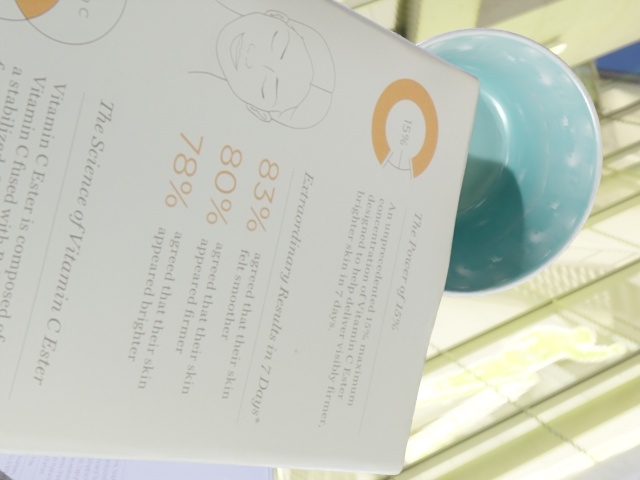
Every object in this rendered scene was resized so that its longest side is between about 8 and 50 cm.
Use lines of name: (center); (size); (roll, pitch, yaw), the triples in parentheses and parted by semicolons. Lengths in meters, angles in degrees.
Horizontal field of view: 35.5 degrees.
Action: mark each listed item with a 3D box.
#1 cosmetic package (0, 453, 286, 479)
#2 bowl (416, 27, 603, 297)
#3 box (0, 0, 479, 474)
cosmetic package: (-0.229, 0.449, 1.322); (0.327, 0.394, 0.329); (-101, -179, -68)
bowl: (0.161, -0.103, 1.207); (0.163, 0.312, 0.311); (-125, -164, -72)
box: (-0.108, -0.024, 0.455); (0.168, 0.345, 0.215); (8, -97, 45)
